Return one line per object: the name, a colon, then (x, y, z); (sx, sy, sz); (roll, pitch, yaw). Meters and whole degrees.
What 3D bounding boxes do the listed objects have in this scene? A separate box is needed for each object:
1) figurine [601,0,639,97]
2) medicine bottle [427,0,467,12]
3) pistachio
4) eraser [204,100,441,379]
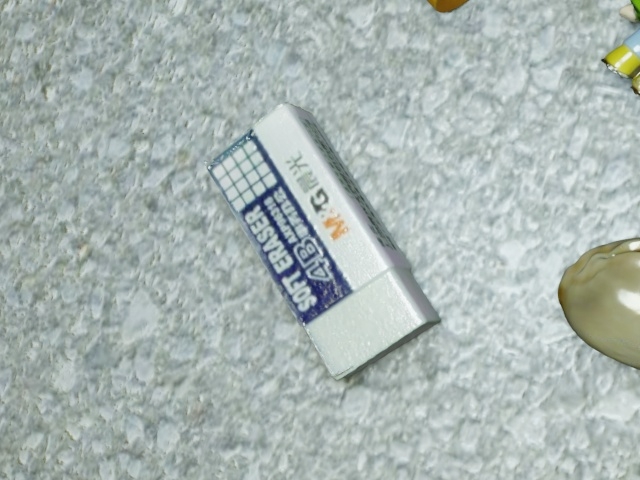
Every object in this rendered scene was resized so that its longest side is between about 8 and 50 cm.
figurine: (0.399, -0.246, 1.026); (0.263, 0.143, 0.162); (-46, 67, 19)
medicine bottle: (0.101, -0.348, 1.144); (0.096, 0.096, 0.192); (-42, 73, 9)
pistachio: (0.337, 0.069, 1.009); (0.215, 0.144, 0.144); (20, 90, 12)
eraser: (0.000, 0.000, 1.140); (0.130, 0.086, 0.287); (-34, 75, 12)
